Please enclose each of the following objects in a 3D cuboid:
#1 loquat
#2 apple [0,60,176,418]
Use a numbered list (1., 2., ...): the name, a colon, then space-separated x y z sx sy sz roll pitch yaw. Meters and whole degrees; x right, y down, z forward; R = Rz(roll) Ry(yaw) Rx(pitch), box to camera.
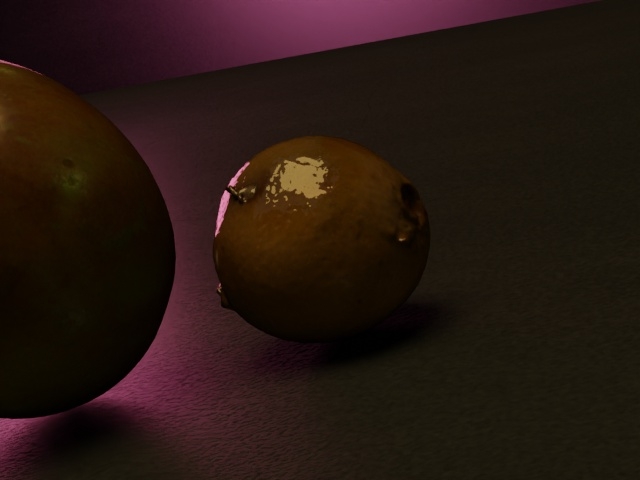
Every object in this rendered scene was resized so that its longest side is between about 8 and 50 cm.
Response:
1. loquat: 0.000 0.000 1.055 0.141 0.141 0.141 -13 12 3
2. apple: -0.206 0.005 1.050 0.237 0.237 0.207 -2 -26 43
